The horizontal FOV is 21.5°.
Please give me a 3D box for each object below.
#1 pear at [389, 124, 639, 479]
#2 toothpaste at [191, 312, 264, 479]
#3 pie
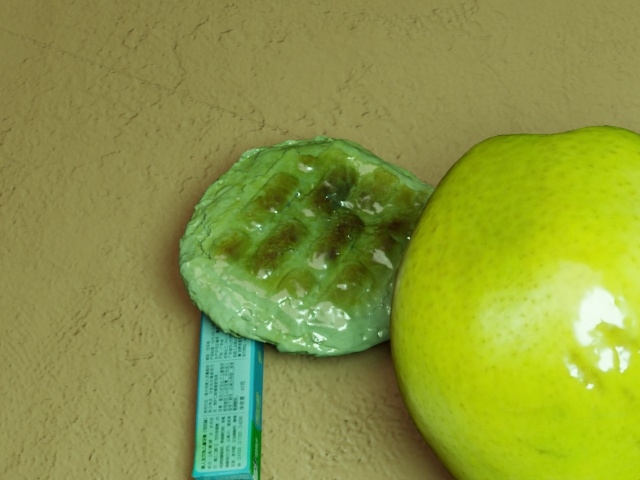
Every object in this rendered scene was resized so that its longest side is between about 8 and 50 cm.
[{"bbox_3d":[0.246,0.097,1.579,0.362,0.362,0.418,-15,83,4],"label":"pear"},{"bbox_3d":[-0.097,0.139,1.812,0.065,0.050,0.267,-5,57,8],"label":"toothpaste"},{"bbox_3d":[0.000,0.000,1.832,0.306,0.071,0.306,3,56,-5],"label":"pie"}]
